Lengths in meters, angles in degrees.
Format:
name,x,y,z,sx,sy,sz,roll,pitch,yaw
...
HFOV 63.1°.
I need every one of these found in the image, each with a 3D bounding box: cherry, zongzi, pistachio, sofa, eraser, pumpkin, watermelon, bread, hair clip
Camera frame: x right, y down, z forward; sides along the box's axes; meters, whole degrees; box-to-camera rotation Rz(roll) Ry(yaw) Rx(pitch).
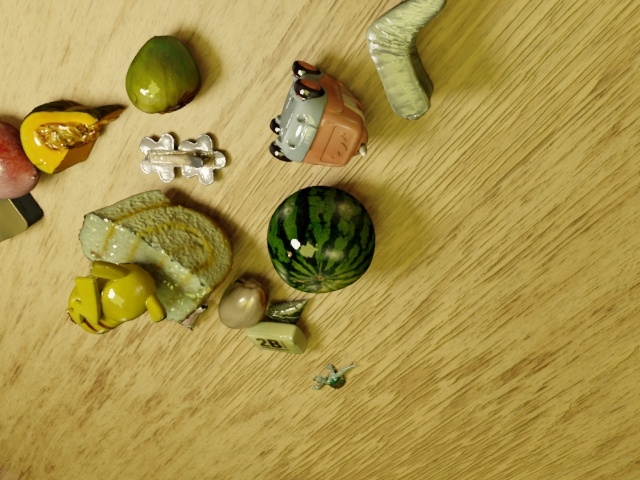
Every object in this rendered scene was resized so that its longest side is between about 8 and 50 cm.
name,x,y,z,sx,sy,sz,roll,pitch,yaw
cherry,-0.926,-0.219,1.491,0.239,0.206,0.240,31,127,51
zongzi,-0.105,0.204,1.617,0.109,0.055,0.119,20,123,-7
pistachio,-0.238,0.197,1.605,0.144,0.144,0.215,37,135,-7
sofa,0.216,-0.401,1.114,0.175,0.210,0.226,-19,109,21
eraser,-0.137,0.308,1.651,0.172,0.058,0.117,2,142,25
pumpkin,-0.684,-0.283,1.450,0.280,0.139,0.190,7,116,14
watermelon,0.000,0.000,1.348,0.285,0.285,0.285,6,120,11
bread,-0.447,0.010,1.495,0.395,0.264,0.239,38,133,-8
hair clip,-0.388,-0.225,1.449,0.256,0.075,0.146,7,118,18

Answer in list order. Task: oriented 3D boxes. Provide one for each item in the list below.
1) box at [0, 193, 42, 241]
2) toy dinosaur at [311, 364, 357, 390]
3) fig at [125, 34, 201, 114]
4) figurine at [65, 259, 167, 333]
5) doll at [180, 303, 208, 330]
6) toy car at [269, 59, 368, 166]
name,x,y,z,sx,sy,sz,roll,pitch,yaw
box,-1.010,-0.088,1.672,0.200,0.090,0.145,-19,112,24
toy dinosaur,0.047,0.464,1.740,0.187,0.044,0.106,-18,127,9
fig,-0.386,-0.405,1.282,0.180,0.181,0.191,5,97,12
figurine,-0.544,0.142,1.355,0.326,0.169,0.218,-26,118,34
doll,-0.463,0.209,1.695,0.192,0.095,0.149,39,127,-11
toy car,0.007,-0.280,1.218,0.212,0.271,0.181,16,123,-17
